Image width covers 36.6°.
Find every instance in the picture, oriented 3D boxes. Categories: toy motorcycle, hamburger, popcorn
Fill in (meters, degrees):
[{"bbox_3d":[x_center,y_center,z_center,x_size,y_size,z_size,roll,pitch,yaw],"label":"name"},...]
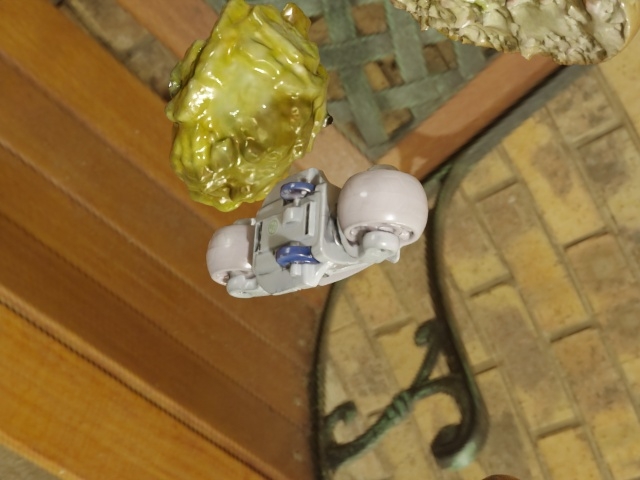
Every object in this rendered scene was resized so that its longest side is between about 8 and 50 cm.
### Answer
[{"bbox_3d":[0.000,0.000,0.844,0.112,0.254,0.112,14,68,-38],"label":"toy motorcycle"},{"bbox_3d":[0.223,-0.383,1.103,0.445,0.287,0.268,31,-10,49],"label":"hamburger"},{"bbox_3d":[-0.076,-0.163,1.147,0.192,0.233,0.266,21,63,4],"label":"popcorn"}]

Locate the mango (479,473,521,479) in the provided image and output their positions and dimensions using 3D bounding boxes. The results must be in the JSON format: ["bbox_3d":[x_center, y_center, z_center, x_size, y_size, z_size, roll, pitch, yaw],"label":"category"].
[{"bbox_3d":[0.235,0.385,1.355,0.084,0.159,0.105,38,57,-5],"label":"mango"}]
